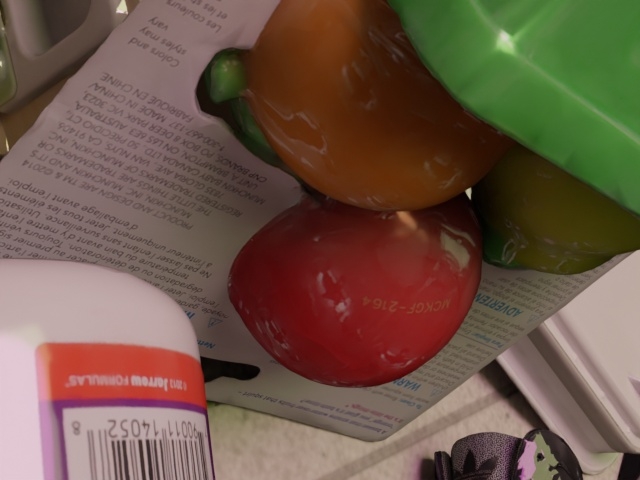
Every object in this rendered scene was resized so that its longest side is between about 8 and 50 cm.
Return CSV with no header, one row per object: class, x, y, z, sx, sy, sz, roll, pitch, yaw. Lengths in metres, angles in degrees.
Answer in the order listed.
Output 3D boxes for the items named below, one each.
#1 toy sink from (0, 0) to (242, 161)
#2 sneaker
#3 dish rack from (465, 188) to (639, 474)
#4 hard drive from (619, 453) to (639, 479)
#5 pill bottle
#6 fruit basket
toy sink,-0.096,-0.130,0.528,0.234,0.131,0.152,-5,77,-47
sneaker,0.080,0.183,0.610,0.269,0.101,0.153,16,61,-49
dish rack,0.201,-0.022,0.785,0.333,0.072,0.285,50,54,-31
hard drive,0.292,0.203,0.883,0.135,0.022,0.094,51,43,-19
pill bottle,-0.110,0.178,0.340,0.182,0.182,0.322,7,69,-46
fruit basket,0.041,-0.038,0.480,0.327,0.353,0.165,22,41,-42
